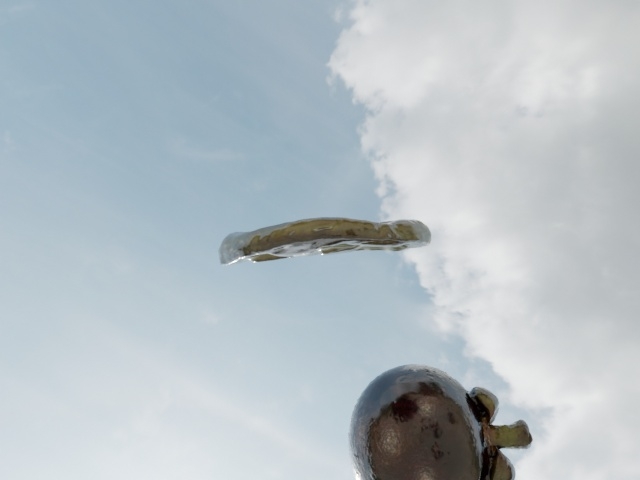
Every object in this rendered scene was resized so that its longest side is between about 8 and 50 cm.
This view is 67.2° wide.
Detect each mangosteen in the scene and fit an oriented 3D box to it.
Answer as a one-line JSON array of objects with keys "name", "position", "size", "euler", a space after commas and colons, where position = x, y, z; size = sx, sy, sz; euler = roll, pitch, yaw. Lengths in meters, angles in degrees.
[{"name": "mangosteen", "position": [0.196, 0.382, 0.881], "size": [0.293, 0.297, 0.297], "euler": [19, -98, 36]}]

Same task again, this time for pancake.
[{"name": "pancake", "position": [0.000, 0.000, 0.683], "size": [0.294, 0.294, 0.050], "euler": [-5, -91, -6]}]
